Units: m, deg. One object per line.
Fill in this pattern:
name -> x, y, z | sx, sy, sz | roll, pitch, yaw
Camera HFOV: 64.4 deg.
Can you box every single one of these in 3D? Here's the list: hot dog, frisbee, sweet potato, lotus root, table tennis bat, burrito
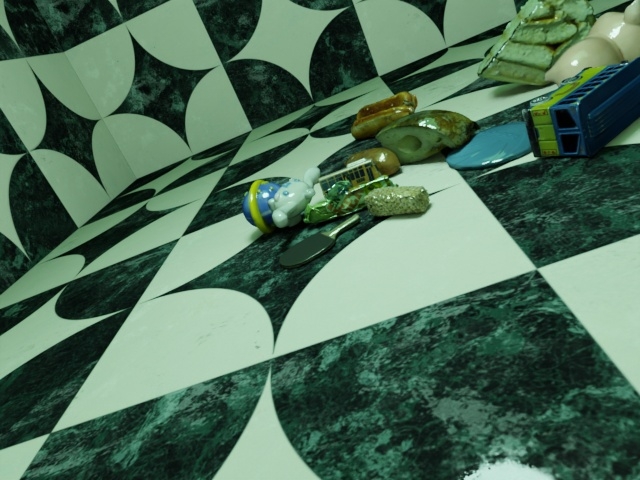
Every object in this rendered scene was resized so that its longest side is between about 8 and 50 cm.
hot dog -> 0.263, -0.499, 2.080 | 0.348, 0.117, 0.158 | -4, 56, 56
frisbee -> 0.493, -0.285, 1.439 | 0.289, 0.049, 0.289 | -21, 22, 9
sweet potato -> 0.149, -0.256, 1.673 | 0.097, 0.098, 0.291 | -35, 24, -24
lotus root -> 0.322, -0.340, 1.577 | 0.314, 0.142, 0.210 | -13, 24, 45
table tennis bat -> 0.000, 0.000, 1.339 | 0.246, 0.022, 0.138 | -32, 23, -15
burrito -> 0.077, -0.125, 1.430 | 0.287, 0.104, 0.054 | -21, 31, 9

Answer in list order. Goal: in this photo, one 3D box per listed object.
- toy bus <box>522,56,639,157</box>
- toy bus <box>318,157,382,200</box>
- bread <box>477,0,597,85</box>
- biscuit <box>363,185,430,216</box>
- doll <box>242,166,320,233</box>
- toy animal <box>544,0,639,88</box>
toy bus -> 0.652, -0.323, 1.243 | 0.287, 0.138, 0.175 | -34, 23, -23
toy bus -> 0.093, -0.176, 1.506 | 0.181, 0.103, 0.091 | -19, 5, 12
bread -> 0.769, -0.682, 1.774 | 0.395, 0.263, 0.239 | -56, 7, 34
biscuit -> 0.194, -0.101, 1.301 | 0.168, 0.070, 0.082 | -1, 36, 41
doll -> -0.125, -0.088, 1.514 | 0.242, 0.160, 0.311 | -5, 27, 10
toy animal -> 0.815, -0.524, 1.456 | 0.326, 0.237, 0.269 | -44, 19, -30
